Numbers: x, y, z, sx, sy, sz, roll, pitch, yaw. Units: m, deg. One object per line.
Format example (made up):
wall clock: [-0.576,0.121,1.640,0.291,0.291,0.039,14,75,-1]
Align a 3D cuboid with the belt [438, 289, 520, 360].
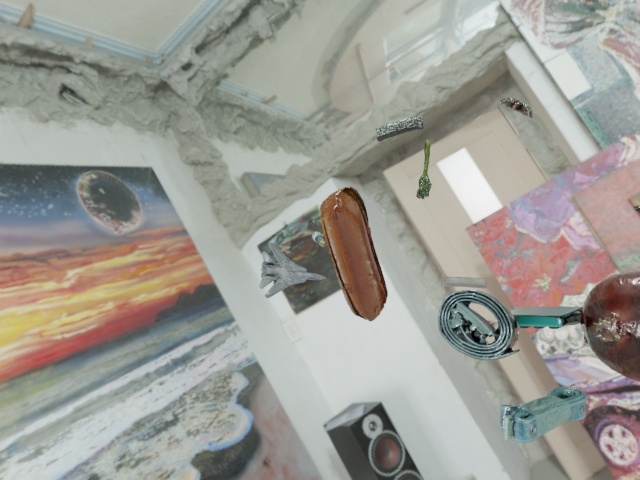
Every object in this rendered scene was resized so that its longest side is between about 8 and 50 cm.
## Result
belt: [0.503,0.271,1.443,0.116,0.268,0.206,23,-84,-54]

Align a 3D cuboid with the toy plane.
toy plane: [-0.107,0.130,1.763,0.267,0.212,0.088,12,-19,-32]

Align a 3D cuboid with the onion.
onion: [0.962,0.266,1.406,0.286,0.347,0.347,0,-21,-28]

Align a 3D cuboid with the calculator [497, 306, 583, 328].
calculator: [0.810,0.283,1.673,0.248,0.058,0.274,-9,-6,42]

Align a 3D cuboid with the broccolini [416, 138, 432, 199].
broccolini: [0.380,-0.268,1.678,0.071,0.254,0.057,-10,-29,32]

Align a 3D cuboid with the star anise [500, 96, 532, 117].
star anise: [0.726,-0.494,1.682,0.141,0.141,0.042,-19,-42,-57]

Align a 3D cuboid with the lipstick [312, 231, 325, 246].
lipstick: [0.000,0.000,1.665,0.037,0.037,0.116,-29,23,-6]

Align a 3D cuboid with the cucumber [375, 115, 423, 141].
cucumber: [0.305,-0.433,1.761,0.187,0.058,0.058,-15,-4,11]

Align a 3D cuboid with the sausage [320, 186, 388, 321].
sausage: [0.070,0.037,0.984,0.102,0.330,0.102,-13,29,8]

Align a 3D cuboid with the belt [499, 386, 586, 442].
belt: [0.558,0.431,1.143,0.302,0.072,0.087,-3,8,-31]

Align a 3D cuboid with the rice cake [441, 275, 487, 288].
rice cake: [0.617,0.179,1.947,0.207,0.047,0.036,3,-33,-13]

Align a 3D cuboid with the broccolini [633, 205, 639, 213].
broccolini: [0.965,-0.106,1.287,0.123,0.062,0.271,-9,-1,41]
